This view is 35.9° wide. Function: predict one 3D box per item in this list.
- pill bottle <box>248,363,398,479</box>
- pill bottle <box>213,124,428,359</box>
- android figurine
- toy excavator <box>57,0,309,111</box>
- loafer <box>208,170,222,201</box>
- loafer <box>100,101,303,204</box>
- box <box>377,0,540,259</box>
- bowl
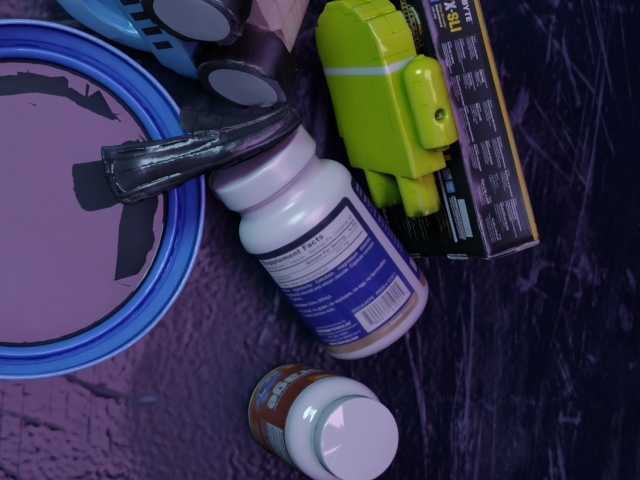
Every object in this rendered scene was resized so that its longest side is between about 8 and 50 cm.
[{"bbox_3d":[0.003,0.212,1.144,0.121,0.216,0.121,0,89,-22],"label":"pill bottle"},{"bbox_3d":[0.000,0.000,1.162,0.153,0.153,0.264,-43,113,-16],"label":"pill bottle"},{"bbox_3d":[0.067,-0.164,1.112,0.056,0.248,0.272,-20,104,-19],"label":"android figurine"},{"bbox_3d":[-0.253,-0.343,1.048,0.445,0.433,0.222,9,71,21],"label":"toy excavator"},{"bbox_3d":[-0.091,-0.099,1.212,0.045,0.039,0.125,36,71,17],"label":"loafer"},{"bbox_3d":[-0.129,-0.109,1.067,0.223,0.076,0.078,-21,97,0],"label":"loafer"},{"bbox_3d":[0.126,-0.138,1.176,0.079,0.257,0.322,-17,95,-22],"label":"box"},{"bbox_3d":[-0.325,-0.044,1.094,0.391,0.077,0.391,0,90,-22],"label":"bowl"}]
